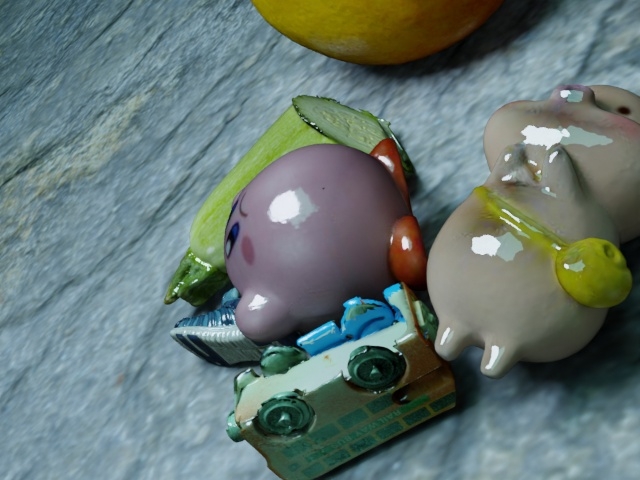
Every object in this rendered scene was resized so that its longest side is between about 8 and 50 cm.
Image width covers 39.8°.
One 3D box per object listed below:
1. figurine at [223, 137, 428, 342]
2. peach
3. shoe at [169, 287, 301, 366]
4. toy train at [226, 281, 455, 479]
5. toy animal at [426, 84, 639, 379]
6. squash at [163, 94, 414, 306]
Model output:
[{"bbox_3d":[0.000,0.000,0.754,0.173,0.173,0.173,-24,41,22],"label":"figurine"},{"bbox_3d":[0.065,-0.318,0.943,0.308,0.289,0.289,38,79,13],"label":"peach"},{"bbox_3d":[-0.081,0.078,0.840,0.142,0.064,0.071,-12,47,30],"label":"shoe"},{"bbox_3d":[0.016,0.114,0.691,0.188,0.099,0.072,-31,36,15],"label":"toy train"},{"bbox_3d":[0.169,-0.009,0.643,0.165,0.149,0.248,27,65,34],"label":"toy animal"},{"bbox_3d":[-0.060,-0.045,0.895,0.287,0.137,0.137,-32,38,16],"label":"squash"}]
